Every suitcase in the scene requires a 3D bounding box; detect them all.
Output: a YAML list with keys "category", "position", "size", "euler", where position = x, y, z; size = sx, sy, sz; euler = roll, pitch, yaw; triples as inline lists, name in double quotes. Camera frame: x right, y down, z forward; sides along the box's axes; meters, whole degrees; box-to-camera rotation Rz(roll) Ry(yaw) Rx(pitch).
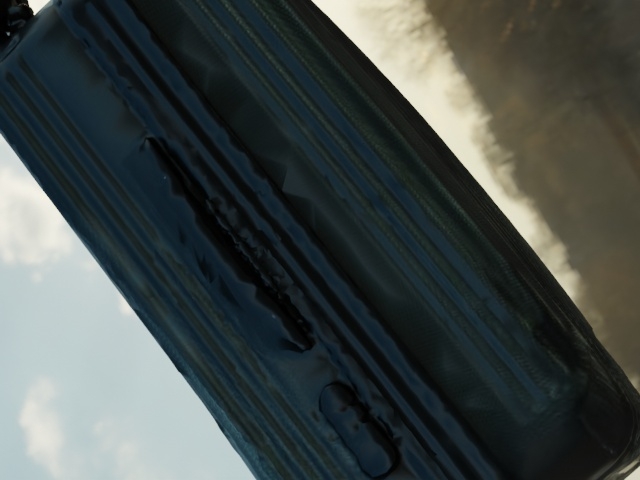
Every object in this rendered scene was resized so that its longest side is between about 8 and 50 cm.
- category: "suitcase"
  position: [0.000, 0.000, 0.566]
  size: [0.312, 0.128, 0.202]
  euler: [52, -173, 17]
